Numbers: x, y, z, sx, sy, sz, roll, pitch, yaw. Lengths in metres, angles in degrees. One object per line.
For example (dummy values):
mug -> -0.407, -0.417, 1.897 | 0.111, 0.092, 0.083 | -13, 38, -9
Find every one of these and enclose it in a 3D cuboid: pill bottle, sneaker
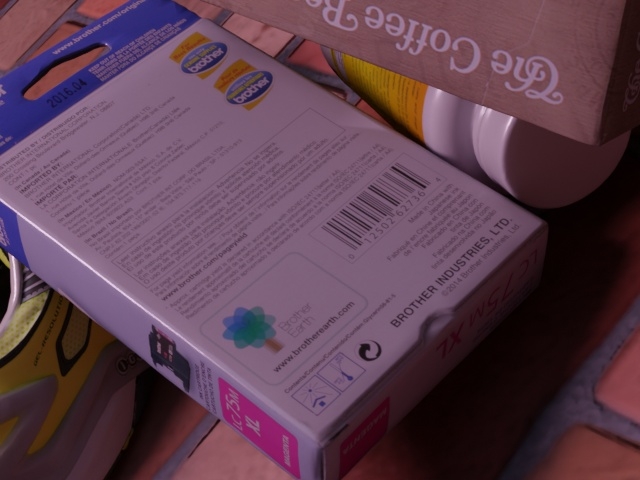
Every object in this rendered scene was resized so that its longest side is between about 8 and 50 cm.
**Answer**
pill bottle -> 0.089, -0.104, 0.815 | 0.117, 0.117, 0.215 | -38, 39, -2
sneaker -> -0.150, -0.006, 0.873 | 0.145, 0.147, 0.385 | -8, 46, 33

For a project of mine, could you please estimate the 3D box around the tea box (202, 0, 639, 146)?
tea box -> 0.092, -0.235, 0.702 | 0.329, 0.220, 0.323 | 24, 35, 30

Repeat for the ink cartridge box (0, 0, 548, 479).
ink cartridge box -> -0.053, -0.017, 0.764 | 0.311, 0.065, 0.186 | 35, 58, 25
